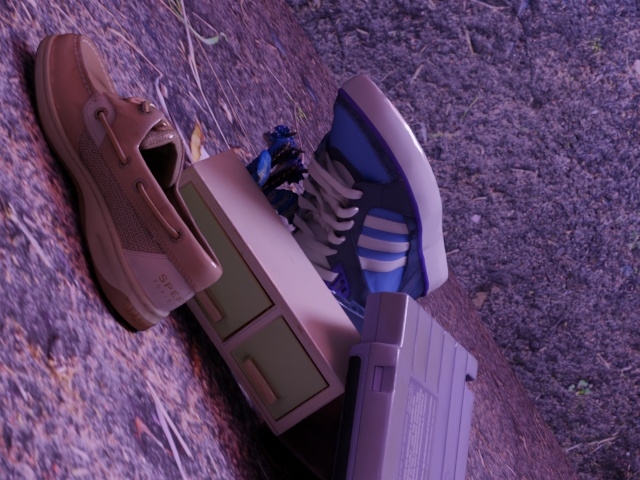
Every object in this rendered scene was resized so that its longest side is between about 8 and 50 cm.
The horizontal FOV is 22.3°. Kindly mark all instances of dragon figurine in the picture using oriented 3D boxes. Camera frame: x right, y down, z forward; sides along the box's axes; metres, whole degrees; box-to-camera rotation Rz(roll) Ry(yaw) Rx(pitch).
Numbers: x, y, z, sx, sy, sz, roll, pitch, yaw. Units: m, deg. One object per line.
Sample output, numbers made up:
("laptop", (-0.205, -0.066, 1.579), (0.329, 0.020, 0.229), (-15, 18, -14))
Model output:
("dragon figurine", (-0.076, -0.048, 1.867), (0.085, 0.144, 0.289), (57, 11, -18))

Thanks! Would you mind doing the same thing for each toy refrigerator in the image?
("toy refrigerator", (-0.069, 0.052, 1.632), (0.269, 0.102, 0.094), (56, 29, 3))

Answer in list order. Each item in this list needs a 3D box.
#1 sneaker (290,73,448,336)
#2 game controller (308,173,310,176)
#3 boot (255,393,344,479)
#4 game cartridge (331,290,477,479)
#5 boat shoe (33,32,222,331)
("sneaker", (0.000, 0.000, 1.693), (0.130, 0.236, 0.323), (52, -13, 40))
("game controller", (0.015, 0.042, 1.942), (0.166, 0.067, 0.319), (-54, 145, -55))
("boot", (-0.006, 0.191, 1.724), (0.248, 0.090, 0.207), (48, 18, 26))
("game cartridge", (0.079, 0.251, 1.607), (0.230, 0.068, 0.355), (39, 54, -53))
("boat shoe", (-0.178, -0.075, 1.536), (0.121, 0.110, 0.341), (44, 19, -58))
